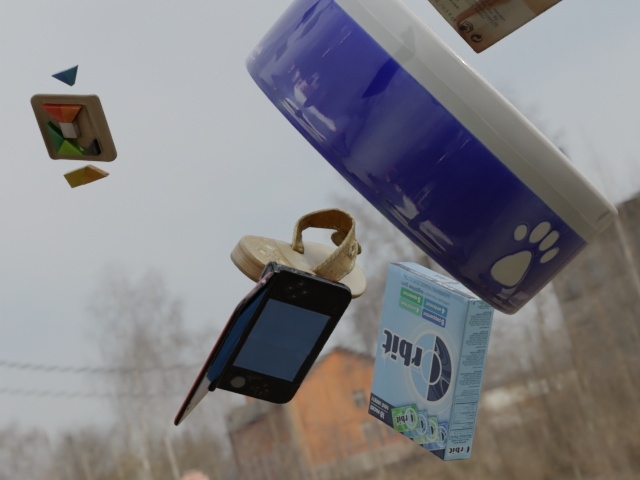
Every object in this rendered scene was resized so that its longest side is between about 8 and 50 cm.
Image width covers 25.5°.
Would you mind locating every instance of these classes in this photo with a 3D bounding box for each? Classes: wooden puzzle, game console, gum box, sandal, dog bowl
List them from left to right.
[{"bbox_3d":[-0.223,-0.099,1.272,0.078,0.116,0.014,-5,29,30],"label":"wooden puzzle"},{"bbox_3d":[-0.048,0.100,1.225,0.124,0.085,0.144,18,-59,-21],"label":"game console"},{"bbox_3d":[0.004,0.004,1.463,0.079,0.088,0.240,-53,-25,18],"label":"sandal"},{"bbox_3d":[0.075,-0.074,0.983,0.104,0.265,0.265,-46,-16,8],"label":"dog bowl"},{"bbox_3d":[0.122,0.132,1.585,0.041,0.184,0.157,1,13,-32],"label":"gum box"}]

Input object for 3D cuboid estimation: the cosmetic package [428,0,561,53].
[{"bbox_3d":[0.266,-0.368,1.650,0.296,0.129,0.153,-30,27,35],"label":"cosmetic package"}]
